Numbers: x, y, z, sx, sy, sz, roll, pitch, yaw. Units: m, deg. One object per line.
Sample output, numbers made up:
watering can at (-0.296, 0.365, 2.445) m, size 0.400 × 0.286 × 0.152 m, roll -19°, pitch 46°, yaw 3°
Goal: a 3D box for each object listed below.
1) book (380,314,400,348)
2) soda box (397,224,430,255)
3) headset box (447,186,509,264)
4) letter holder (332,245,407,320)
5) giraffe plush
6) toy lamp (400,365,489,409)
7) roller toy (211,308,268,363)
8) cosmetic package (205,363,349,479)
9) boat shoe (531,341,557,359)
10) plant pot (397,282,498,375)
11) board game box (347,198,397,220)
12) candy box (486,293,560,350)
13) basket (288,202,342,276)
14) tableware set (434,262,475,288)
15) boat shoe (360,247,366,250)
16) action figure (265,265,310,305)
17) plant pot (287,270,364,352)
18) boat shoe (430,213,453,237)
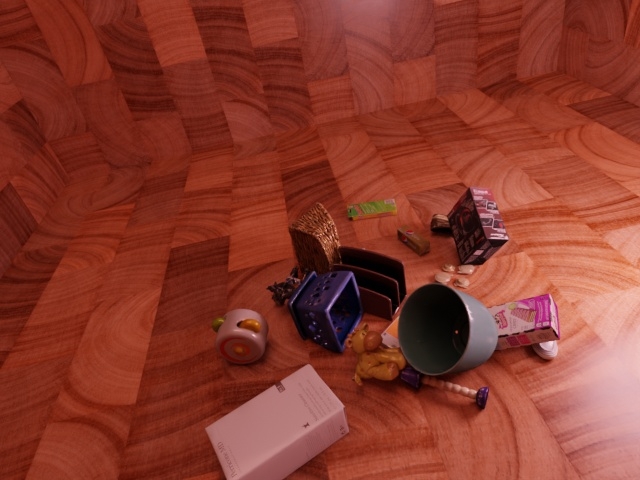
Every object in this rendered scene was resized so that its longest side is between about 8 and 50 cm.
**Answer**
book at (0.296, 0.357, 1.672) m, size 0.096 × 0.035 × 0.144 m, roll 27°, pitch 51°, yaw 37°
soda box at (0.439, -0.001, 2.090) m, size 0.058 × 0.061 × 0.181 m, roll -25°, pitch 37°, yaw -17°
headset box at (0.661, -0.073, 1.895) m, size 0.110 × 0.218 × 0.292 m, roll 2°, pitch 57°, yaw -13°
letter holder at (0.181, 0.163, 1.812) m, size 0.302 × 0.214 × 0.152 m, roll 14°, pitch 43°, yaw 31°
giraffe plush at (0.172, 0.377, 1.520) m, size 0.211 × 0.170 × 0.181 m, roll -21°, pitch 5°, yaw 14°
toy lamp at (0.398, 0.473, 1.444) m, size 0.275 × 0.080 × 0.080 m, roll 10°, pitch 41°, yaw 29°
roller toy at (-0.297, 0.371, 1.689) m, size 0.210 × 0.191 × 0.146 m, roll -16°, pitch 34°, yaw 15°
cosmetic package at (-0.131, 0.590, 1.373) m, size 0.385 × 0.156 × 0.217 m, roll -28°, pitch 40°, yaw -22°
boat shoe at (0.777, 0.307, 1.551) m, size 0.080 × 0.081 × 0.227 m, roll -1°, pitch 37°, yaw 15°
plant pot at (0.446, 0.303, 1.482) m, size 0.235 × 0.292 × 0.293 m, roll 14°, pitch 20°, yaw -35°
board game box at (0.275, -0.166, 2.388) m, size 0.260 × 0.039 × 0.124 m, roll -5°, pitch 35°, yaw 5°
candy box at (0.690, 0.285, 1.535) m, size 0.234 × 0.071 × 0.159 m, roll -24°, pitch 25°, yaw 36°
basket at (0.023, 0.012, 1.992) m, size 0.214 × 0.298 × 0.223 m, roll 17°, pitch 45°, yaw 36°
tableware set at (0.574, 0.143, 1.891) m, size 0.141 × 0.020 × 0.168 m, roll 11°, pitch 40°, yaw 28°
boat shoe at (0.188, 0.104, 2.027) m, size 0.083 × 0.065 × 0.183 m, roll -17°, pitch 30°, yaw -2°
action figure at (-0.126, 0.217, 1.902) m, size 0.164 × 0.140 × 0.275 m, roll 5°, pitch 24°, yaw 20°
plant pot at (0.014, 0.262, 1.720) m, size 0.212 × 0.235 × 0.236 m, roll 5°, pitch 40°, yaw 32°
boat shoe at (0.646, -0.050, 2.091) m, size 0.258 × 0.095 × 0.095 m, roll 12°, pitch 66°, yaw 28°
